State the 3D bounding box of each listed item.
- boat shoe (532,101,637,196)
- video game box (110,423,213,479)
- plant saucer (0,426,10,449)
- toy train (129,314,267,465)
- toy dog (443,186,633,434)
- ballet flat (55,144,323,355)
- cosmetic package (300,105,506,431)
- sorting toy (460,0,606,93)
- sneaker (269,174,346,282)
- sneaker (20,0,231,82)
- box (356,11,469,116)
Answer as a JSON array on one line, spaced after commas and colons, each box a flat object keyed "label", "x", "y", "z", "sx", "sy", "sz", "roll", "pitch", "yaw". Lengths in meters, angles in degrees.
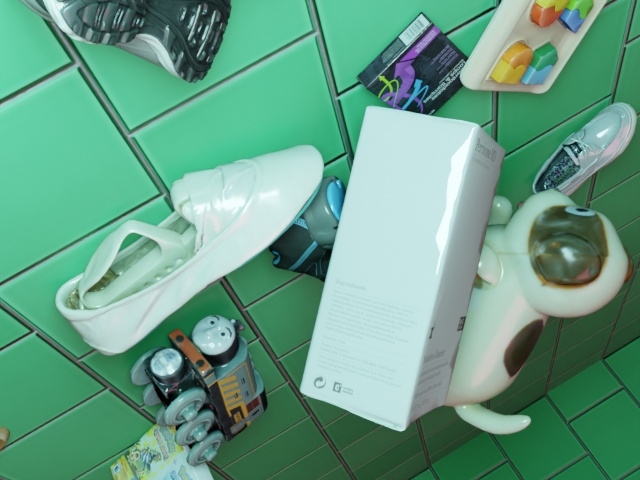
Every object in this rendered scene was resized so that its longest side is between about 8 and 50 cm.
[{"label": "boat shoe", "x": 0.470, "y": -0.154, "z": 1.434, "sx": 0.081, "sy": 0.079, "sz": 0.227, "roll": -8, "pitch": 145, "yaw": -44}, {"label": "video game box", "x": -0.288, "y": 0.454, "z": 1.474, "sx": 0.187, "sy": 0.205, "sz": 0.048, "roll": -43, "pitch": 148, "yaw": 16}, {"label": "plant saucer", "x": -0.523, "y": 0.318, "z": 1.236, "sx": 0.083, "sy": 0.015, "sz": 0.083, "roll": -24, "pitch": 150, "yaw": -15}, {"label": "toy train", "x": -0.193, "y": 0.247, "z": 1.345, "sx": 0.190, "sy": 0.142, "sz": 0.334, "roll": -37, "pitch": 150, "yaw": -20}, {"label": "toy dog", "x": 0.308, "y": 0.085, "z": 1.338, "sx": 0.284, "sy": 0.395, "sz": 0.408, "roll": 17, "pitch": 133, "yaw": -43}, {"label": "ballet flat", "x": -0.174, "y": -0.002, "z": 1.007, "sx": 0.400, "sy": 0.139, "sz": 0.139, "roll": -38, "pitch": 150, "yaw": 11}, {"label": "cosmetic package", "x": 0.118, "y": 0.031, "z": 1.073, "sx": 0.217, "sy": 0.156, "sz": 0.385, "roll": 2, "pitch": 103, "yaw": -67}, {"label": "sorting toy", "x": 0.304, "y": -0.284, "z": 1.094, "sx": 0.208, "sy": 0.038, "sz": 0.193, "roll": -6, "pitch": 135, "yaw": -45}, {"label": "sneaker", "x": 0.000, "y": 0.000, "z": 1.206, "sx": 0.140, "sy": 0.125, "sz": 0.341, "roll": -10, "pitch": 156, "yaw": 13}, {"label": "sneaker", "x": -0.170, "y": -0.217, "z": 0.720, "sx": 0.271, "sy": 0.108, "sz": 0.100, "roll": 2, "pitch": 112, "yaw": -67}, {"label": "box", "x": 0.133, "y": -0.222, "z": 1.059, "sx": 0.116, "sy": 0.029, "sz": 0.162, "roll": -44, "pitch": 151, "yaw": 18}]
